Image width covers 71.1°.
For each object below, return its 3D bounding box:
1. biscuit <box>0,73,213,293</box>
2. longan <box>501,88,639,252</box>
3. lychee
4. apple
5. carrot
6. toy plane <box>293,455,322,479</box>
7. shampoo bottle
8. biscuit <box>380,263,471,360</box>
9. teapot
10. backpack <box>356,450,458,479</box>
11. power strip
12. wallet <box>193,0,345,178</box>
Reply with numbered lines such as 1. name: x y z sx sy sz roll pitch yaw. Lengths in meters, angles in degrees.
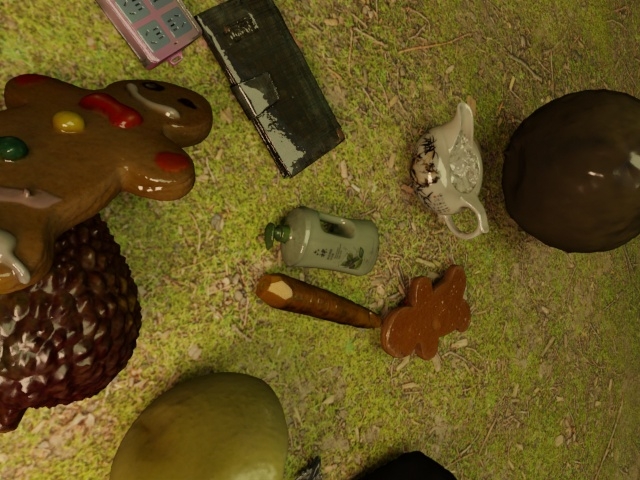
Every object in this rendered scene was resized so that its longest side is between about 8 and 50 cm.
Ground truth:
1. biscuit: -0.290 -0.132 0.545 0.283 0.064 0.432 32 41 10
2. longan: 0.665 -0.176 1.152 0.436 0.404 0.403 38 67 -54
3. lychee: -0.328 0.078 0.525 0.236 0.236 0.271 12 72 -36
4. apple: -0.163 0.350 0.627 0.234 0.258 0.294 -8 94 -35
5. carrot: 0.015 0.133 0.881 0.314 0.066 0.066 25 76 -36
6. toy plane: -0.019 0.460 0.872 0.079 0.031 0.083 26 75 -33
7. shampoo bottle: 0.000 0.000 0.852 0.234 0.087 0.118 10 86 -36
8. biscuit: 0.247 0.173 1.050 0.324 0.049 0.205 -24 110 -39
9. teapot: 0.312 -0.148 1.046 0.208 0.166 0.299 -21 92 -46
10. backpack: 0.185 0.696 0.895 0.364 0.255 0.445 -17 103 -29
11. power strip: -0.297 -0.396 0.666 0.109 0.038 0.279 -47 116 -26
12. wallet: -0.080 -0.287 0.820 0.169 0.044 0.317 -41 112 -28
